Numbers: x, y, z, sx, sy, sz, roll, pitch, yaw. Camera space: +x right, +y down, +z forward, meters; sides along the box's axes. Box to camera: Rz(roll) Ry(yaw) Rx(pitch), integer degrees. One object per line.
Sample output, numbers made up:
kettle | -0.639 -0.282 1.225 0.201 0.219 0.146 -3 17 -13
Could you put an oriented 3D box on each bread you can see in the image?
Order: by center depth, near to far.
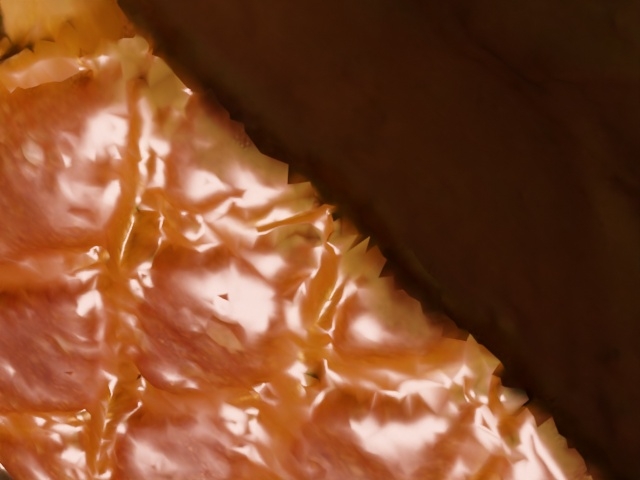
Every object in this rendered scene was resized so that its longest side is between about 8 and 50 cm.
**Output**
bread | 0.000 0.000 0.583 0.279 0.207 0.279 47 144 -4

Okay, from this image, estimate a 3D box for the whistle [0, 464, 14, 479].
whistle | -0.049 0.158 0.835 0.347 0.189 0.189 17 138 11
